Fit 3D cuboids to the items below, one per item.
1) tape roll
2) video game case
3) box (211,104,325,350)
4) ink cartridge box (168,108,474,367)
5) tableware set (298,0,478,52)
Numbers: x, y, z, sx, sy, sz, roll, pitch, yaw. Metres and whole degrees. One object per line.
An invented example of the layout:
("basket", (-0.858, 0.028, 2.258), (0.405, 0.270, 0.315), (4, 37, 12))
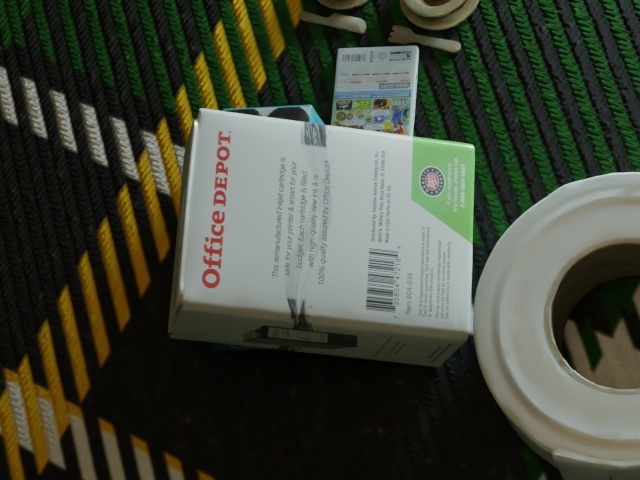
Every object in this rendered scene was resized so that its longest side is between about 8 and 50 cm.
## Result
("tape roll", (0.286, 0.085, 1.597), (0.286, 0.100, 0.286), (-5, 69, 13))
("video game case", (0.055, -0.144, 1.797), (0.087, 0.011, 0.122), (0, 70, 15))
("box", (-0.055, -0.013, 1.752), (0.100, 0.060, 0.244), (-2, 70, 15))
("ink cartridge box", (0.000, 0.000, 1.646), (0.272, 0.115, 0.198), (7, 70, -9))
("tableware set", (0.073, -0.277, 1.827), (0.194, 0.039, 0.128), (14, 74, 20))
